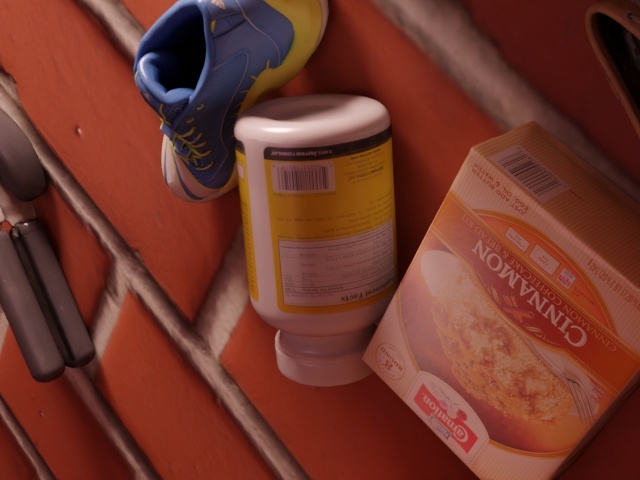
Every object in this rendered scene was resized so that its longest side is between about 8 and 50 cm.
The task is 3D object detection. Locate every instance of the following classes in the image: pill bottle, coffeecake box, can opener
[{"bbox_3d":[0.000,0.000,0.666,0.103,0.103,0.184,16,119,42],"label":"pill bottle"},{"bbox_3d":[0.122,0.049,0.586,0.142,0.068,0.185,44,135,23],"label":"coffeecake box"},{"bbox_3d":[-0.304,0.004,1.010,0.095,0.076,0.283,-19,94,50],"label":"can opener"}]

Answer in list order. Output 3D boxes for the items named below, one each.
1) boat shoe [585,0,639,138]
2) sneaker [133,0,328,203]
[{"bbox_3d":[0.187,-0.039,0.473,0.190,0.072,0.068,56,138,12],"label":"boat shoe"},{"bbox_3d":[-0.093,-0.103,0.699,0.091,0.126,0.240,51,136,18],"label":"sneaker"}]
